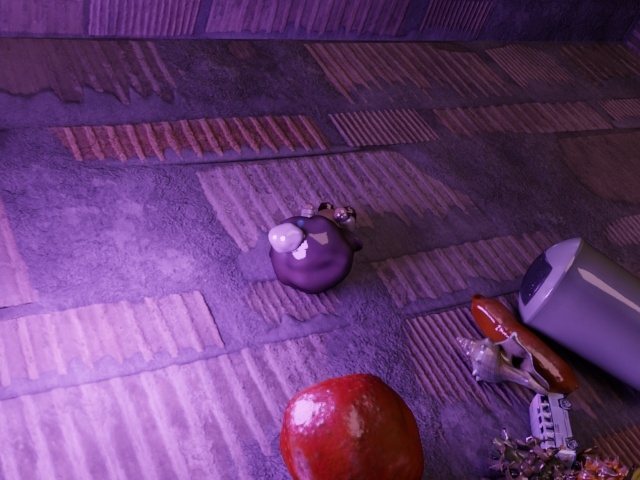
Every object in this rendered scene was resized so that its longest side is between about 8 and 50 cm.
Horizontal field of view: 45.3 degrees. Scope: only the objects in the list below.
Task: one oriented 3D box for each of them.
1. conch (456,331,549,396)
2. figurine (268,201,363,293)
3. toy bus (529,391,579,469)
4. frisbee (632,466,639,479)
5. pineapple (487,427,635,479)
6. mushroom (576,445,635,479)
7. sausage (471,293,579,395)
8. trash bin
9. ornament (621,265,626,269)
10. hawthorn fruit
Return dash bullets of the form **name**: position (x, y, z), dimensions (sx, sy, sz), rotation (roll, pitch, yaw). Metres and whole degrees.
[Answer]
- **conch**: position (0.446, 0.288, 1.882), dimensions (0.233, 0.137, 0.114), rotation (10, -5, 10)
- **figurine**: position (0.008, -0.018, 1.982), dimensions (0.218, 0.206, 0.365), rotation (23, 40, 5)
- **toy bus**: position (0.540, 0.447, 1.789), dimensions (0.088, 0.087, 0.194), rotation (10, 41, -2)
- **frisbee**: position (0.812, 0.621, 1.757), dimensions (0.235, 0.017, 0.236), rotation (12, 41, -11)
- **pineapple**: position (0.476, 0.510, 1.611), dimensions (0.271, 0.263, 0.262), rotation (28, 39, 29)
- **mushroom**: position (0.676, 0.536, 1.751), dimensions (0.187, 0.061, 0.060), rotation (27, 28, 17)
- **sausage**: position (0.509, 0.269, 1.964), dimensions (0.097, 0.094, 0.348), rotation (-5, 43, -49)
- **trash bin**: position (0.736, 0.188, 2.015), dimensions (0.432, 0.280, 0.280), rotation (34, 42, 10)
- **ornament**: position (0.808, 0.107, 2.282), dimensions (0.236, 0.080, 0.202), rotation (-11, 52, -28)
- **hawthorn fruit**: position (0.075, 0.424, 1.488), dimensions (0.287, 0.287, 0.330), rotation (-9, 55, -30)
